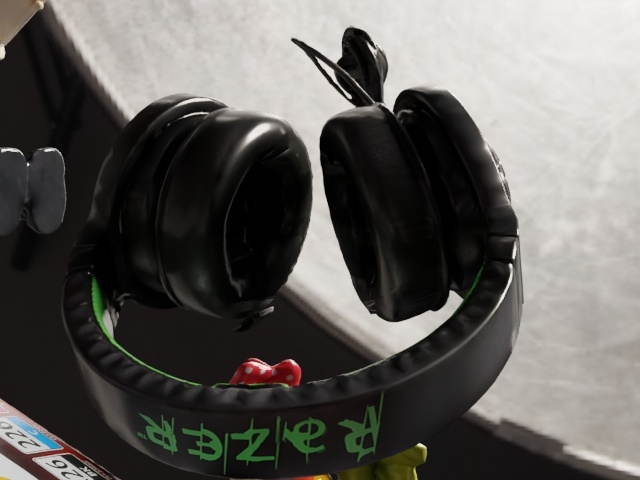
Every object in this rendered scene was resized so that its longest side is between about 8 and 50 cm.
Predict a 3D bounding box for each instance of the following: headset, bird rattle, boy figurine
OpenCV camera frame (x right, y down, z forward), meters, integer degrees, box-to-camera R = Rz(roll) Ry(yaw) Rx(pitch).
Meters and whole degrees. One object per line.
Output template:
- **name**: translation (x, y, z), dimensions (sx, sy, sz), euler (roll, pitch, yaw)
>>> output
- **headset**: translation (0.000, 0.000, 0.822), dimensions (0.394, 0.243, 0.185), euler (-76, 161, -50)
- **bird rattle**: translation (-0.018, 0.247, 1.521), dimensions (0.254, 0.143, 0.206), euler (25, 70, -26)
- **boy figurine**: translation (-0.370, -0.057, 1.339), dimensions (0.177, 0.285, 0.092), euler (-5, 102, -51)

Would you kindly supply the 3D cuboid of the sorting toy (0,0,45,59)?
- **sorting toy**: translation (-0.168, -0.151, 0.724), dimensions (0.045, 0.083, 0.075), euler (13, 48, -46)

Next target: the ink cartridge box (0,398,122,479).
- **ink cartridge box**: translation (-0.164, 0.168, 0.532), dimensions (0.272, 0.309, 0.130), euler (-1, 117, -65)
